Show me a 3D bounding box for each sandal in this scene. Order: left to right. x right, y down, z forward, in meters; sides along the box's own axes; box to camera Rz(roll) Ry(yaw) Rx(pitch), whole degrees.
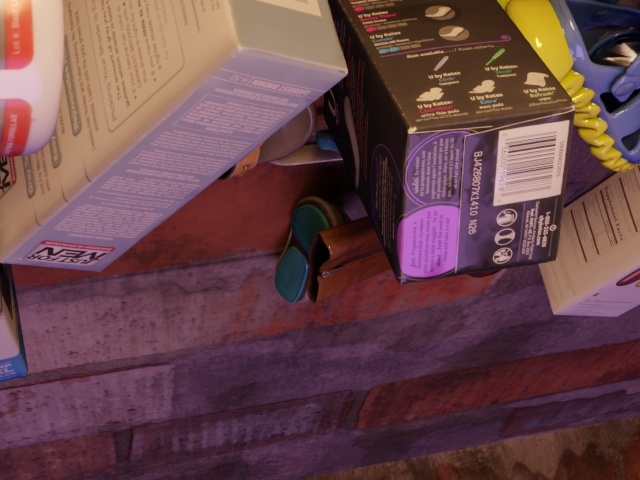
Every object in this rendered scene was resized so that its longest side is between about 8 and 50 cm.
[{"bbox_3d":[-0.107,-0.098,1.377,0.219,0.060,0.090,-12,129,8],"label":"sandal"},{"bbox_3d":[0.298,-0.162,1.295,0.138,0.126,0.317,-26,157,19],"label":"sandal"}]

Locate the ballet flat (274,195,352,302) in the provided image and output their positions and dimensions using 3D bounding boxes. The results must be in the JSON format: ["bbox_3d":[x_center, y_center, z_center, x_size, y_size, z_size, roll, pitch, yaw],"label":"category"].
[{"bbox_3d":[0.000,0.000,1.698,0.086,0.086,0.248,-5,158,-18],"label":"ballet flat"}]

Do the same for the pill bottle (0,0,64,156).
[{"bbox_3d":[-0.376,-0.157,0.931,0.363,0.210,0.210,-3,156,-21],"label":"pill bottle"}]

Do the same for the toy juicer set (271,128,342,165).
[{"bbox_3d":[0.113,-0.106,1.425,0.209,0.089,0.329,-14,-159,-34],"label":"toy juicer set"}]

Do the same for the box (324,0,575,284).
[{"bbox_3d":[0.101,-0.111,1.169,0.143,0.270,0.165,-9,129,-11],"label":"box"}]

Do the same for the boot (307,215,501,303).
[{"bbox_3d":[0.116,0.018,1.648,0.280,0.096,0.264,-28,160,-16],"label":"boot"}]

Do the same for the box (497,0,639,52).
[{"bbox_3d":[0.249,-0.235,1.302,0.178,0.042,0.109,5,153,-39],"label":"box"}]

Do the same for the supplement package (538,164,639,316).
[{"bbox_3d":[0.428,-0.003,1.828,0.139,0.133,0.244,3,152,-35],"label":"supplement package"}]

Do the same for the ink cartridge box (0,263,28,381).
[{"bbox_3d":[-0.373,-0.007,1.266,0.129,0.223,0.307,-10,157,-9],"label":"ink cartridge box"}]

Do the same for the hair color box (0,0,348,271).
[{"bbox_3d":[-0.153,-0.134,1.135,0.114,0.185,0.374,7,151,-41],"label":"hair color box"}]
